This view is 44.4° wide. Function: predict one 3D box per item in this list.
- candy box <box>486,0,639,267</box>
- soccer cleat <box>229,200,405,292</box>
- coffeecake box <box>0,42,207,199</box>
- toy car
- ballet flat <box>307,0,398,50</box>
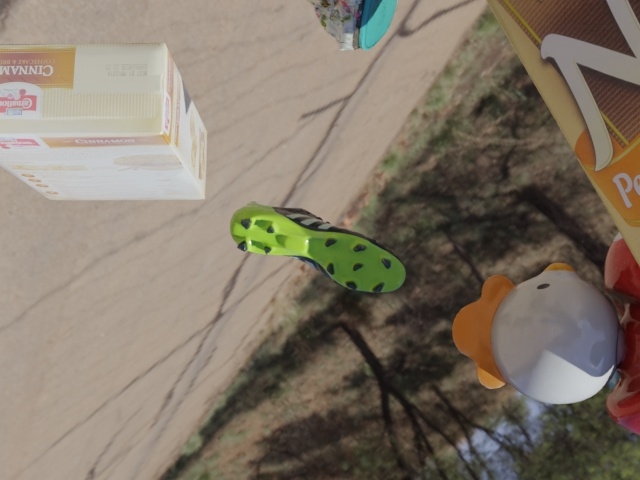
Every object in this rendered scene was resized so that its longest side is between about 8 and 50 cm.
[{"bbox_3d":[0.225,-0.102,0.429,0.087,0.317,0.183,-19,168,-44],"label":"candy box"},{"bbox_3d":[0.000,0.000,0.771,0.072,0.178,0.060,-68,176,-63],"label":"soccer cleat"},{"bbox_3d":[-0.173,-0.085,0.613,0.142,0.068,0.185,0,169,0],"label":"coffeecake box"},{"bbox_3d":[0.238,0.066,0.689,0.219,0.237,0.211,51,44,-85],"label":"toy car"},{"bbox_3d":[0.031,-0.230,0.555,0.091,0.077,0.241,-43,168,-29],"label":"ballet flat"}]
